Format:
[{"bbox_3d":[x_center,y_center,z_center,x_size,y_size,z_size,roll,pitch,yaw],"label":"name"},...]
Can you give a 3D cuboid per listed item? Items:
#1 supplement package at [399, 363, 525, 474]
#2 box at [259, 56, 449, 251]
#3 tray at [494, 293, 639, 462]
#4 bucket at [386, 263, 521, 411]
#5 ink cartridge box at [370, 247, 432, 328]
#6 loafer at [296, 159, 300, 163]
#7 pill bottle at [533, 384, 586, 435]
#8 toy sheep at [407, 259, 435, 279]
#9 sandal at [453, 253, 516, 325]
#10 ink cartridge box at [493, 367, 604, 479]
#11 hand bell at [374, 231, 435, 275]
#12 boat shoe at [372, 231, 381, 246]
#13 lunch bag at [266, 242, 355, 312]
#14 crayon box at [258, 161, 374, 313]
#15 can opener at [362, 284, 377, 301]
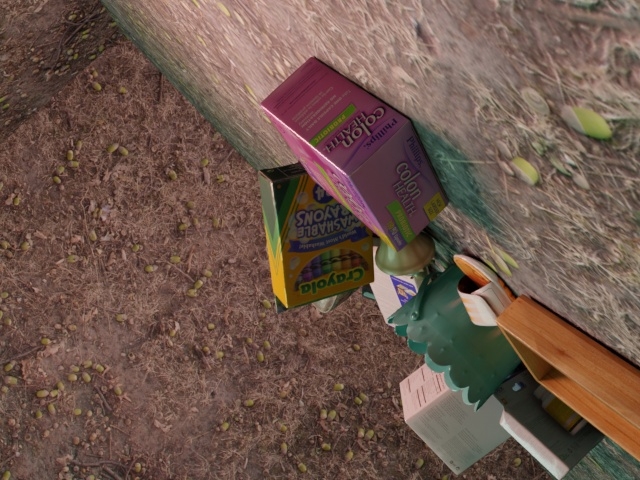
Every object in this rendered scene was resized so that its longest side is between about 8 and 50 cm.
[{"bbox_3d":[0.365,0.390,1.665,0.199,0.263,0.198,47,-168,-10],"label":"supplement package"},{"bbox_3d":[0.054,-0.134,1.046,0.243,0.117,0.213,43,175,39],"label":"box"},{"bbox_3d":[0.454,0.248,0.993,0.203,0.076,0.411,50,174,-36],"label":"tray"},{"bbox_3d":[0.290,0.195,1.385,0.281,0.183,0.281,47,176,5],"label":"bucket"},{"bbox_3d":[0.212,0.132,1.724,0.176,0.069,0.371,24,151,35],"label":"ink cartridge box"},{"bbox_3d":[-0.014,-0.153,1.836,0.080,0.078,0.220,43,175,37],"label":"loafer"},{"bbox_3d":[0.519,0.356,1.439,0.116,0.065,0.065,44,175,27],"label":"pill bottle"},{"bbox_3d":[0.196,0.031,1.473,0.132,0.091,0.091,61,174,-10],"label":"toy sheep"},{"bbox_3d":[0.320,0.138,1.212,0.265,0.076,0.102,49,173,-7],"label":"sandal"},{"bbox_3d":[0.487,0.393,1.470,0.223,0.045,0.224,-7,-135,-49],"label":"ink cartridge box"},{"bbox_3d":[0.134,-0.058,1.278,0.126,0.126,0.242,42,162,48],"label":"hand bell"},{"bbox_3d":[0.071,-0.081,1.561,0.117,0.096,0.324,5,-163,-21],"label":"boat shoe"},{"bbox_3d":[0.026,0.017,1.972,0.305,0.256,0.212,43,137,19],"label":"lunch bag"},{"bbox_3d":[0.000,0.000,1.346,0.083,0.203,0.323,-139,38,-56],"label":"crayon box"},{"bbox_3d":[0.242,0.153,1.870,0.280,0.074,0.093,12,113,40],"label":"can opener"}]
